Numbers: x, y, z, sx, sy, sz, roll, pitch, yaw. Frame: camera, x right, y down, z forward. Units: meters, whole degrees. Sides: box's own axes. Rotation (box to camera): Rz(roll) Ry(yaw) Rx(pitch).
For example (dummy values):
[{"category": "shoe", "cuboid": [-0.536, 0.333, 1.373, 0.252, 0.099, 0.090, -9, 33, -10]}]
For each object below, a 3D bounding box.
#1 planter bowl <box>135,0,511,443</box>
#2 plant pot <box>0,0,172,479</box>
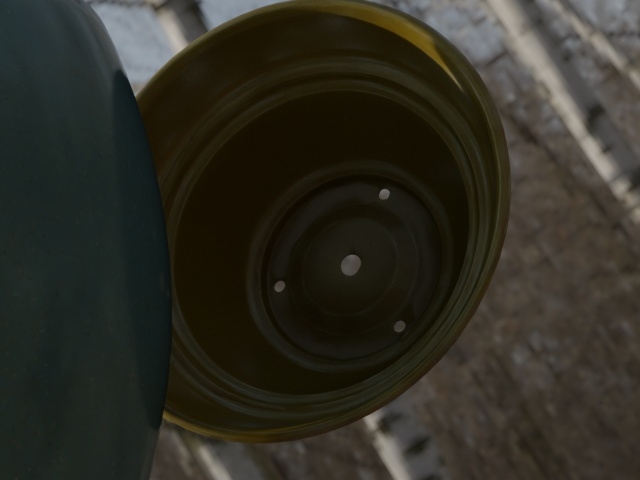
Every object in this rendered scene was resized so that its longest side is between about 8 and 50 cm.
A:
[{"category": "planter bowl", "cuboid": [0.000, 0.000, 0.883, 0.217, 0.217, 0.090, -35, -28, 9]}, {"category": "plant pot", "cuboid": [-0.175, 0.058, 0.735, 0.290, 0.195, 0.290, -26, -17, -9]}]
